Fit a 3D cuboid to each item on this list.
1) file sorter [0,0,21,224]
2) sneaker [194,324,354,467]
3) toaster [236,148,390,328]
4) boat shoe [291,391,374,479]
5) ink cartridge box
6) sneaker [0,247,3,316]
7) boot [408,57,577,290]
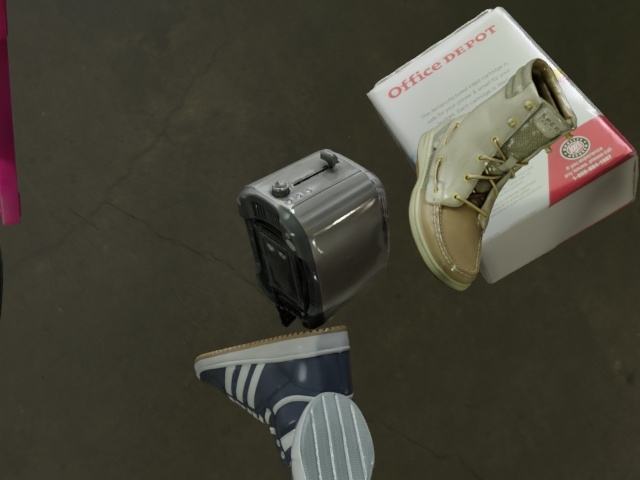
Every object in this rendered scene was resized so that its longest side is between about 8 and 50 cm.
[{"bbox_3d":[-0.414,-0.171,0.693,0.182,0.291,0.202,-11,55,-27],"label":"file sorter"},{"bbox_3d":[-0.062,0.203,0.895,0.099,0.282,0.153,-4,79,-43],"label":"sneaker"},{"bbox_3d":[0.000,0.000,0.861,0.146,0.129,0.227,-35,137,-25],"label":"toaster"},{"bbox_3d":[0.003,0.249,0.657,0.083,0.226,0.076,17,127,-12],"label":"boat shoe"},{"bbox_3d":[0.236,-0.132,0.951,0.226,0.306,0.131,-31,145,7],"label":"ink cartridge box"},{"bbox_3d":[-0.279,0.083,0.487,0.124,0.139,0.341,-8,103,-23],"label":"sneaker"},{"bbox_3d":[0.170,-0.068,0.690,0.077,0.165,0.213,30,46,-26],"label":"boot"}]
